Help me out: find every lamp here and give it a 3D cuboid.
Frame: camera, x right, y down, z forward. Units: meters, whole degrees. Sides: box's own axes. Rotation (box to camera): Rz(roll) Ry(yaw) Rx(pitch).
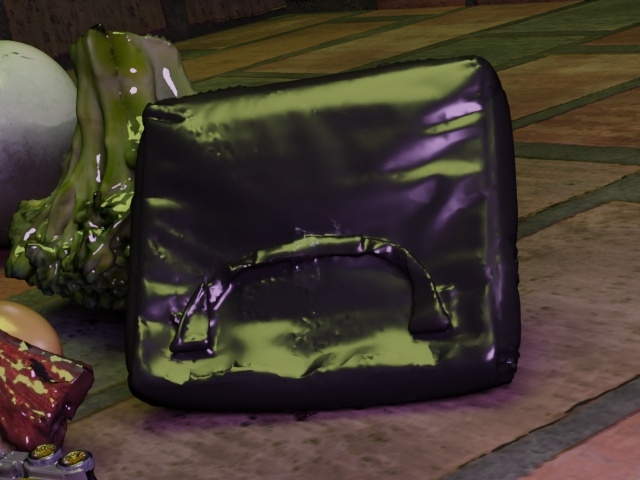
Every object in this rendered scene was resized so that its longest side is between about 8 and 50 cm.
[{"bbox_3d":[-0.287,0.091,0.918,0.223,0.215,0.151,-27,13,46],"label":"lamp"}]

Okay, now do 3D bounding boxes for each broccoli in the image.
[{"bbox_3d":[-0.139,-0.059,1.184,0.288,0.245,0.248,-4,6,1],"label":"broccoli"}]

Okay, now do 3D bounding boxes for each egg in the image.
[{"bbox_3d":[-0.235,0.085,1.034,0.096,0.080,0.080,14,23,22],"label":"egg"}]

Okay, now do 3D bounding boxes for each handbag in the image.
[{"bbox_3d":[0.000,0.000,0.966,0.275,0.244,0.088,-5,-24,13],"label":"handbag"}]

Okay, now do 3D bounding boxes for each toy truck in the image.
[{"bbox_3d":[-0.173,0.151,0.796,0.123,0.052,0.063,1,24,31],"label":"toy truck"}]

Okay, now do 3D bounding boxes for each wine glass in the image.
[{"bbox_3d":[-0.314,-0.113,1.550,0.323,0.238,0.238,-8,11,-38],"label":"wine glass"}]
